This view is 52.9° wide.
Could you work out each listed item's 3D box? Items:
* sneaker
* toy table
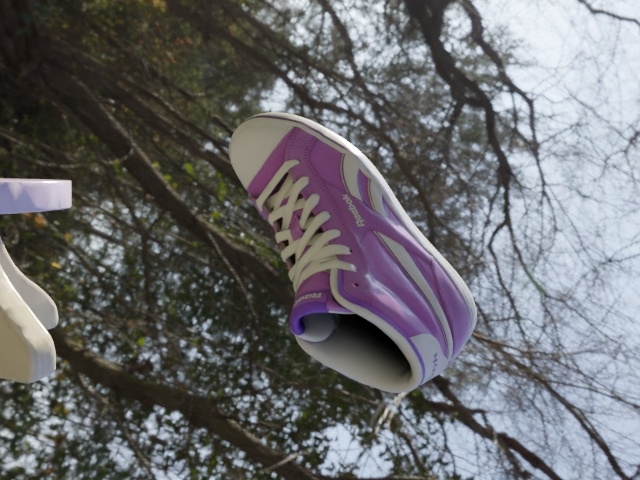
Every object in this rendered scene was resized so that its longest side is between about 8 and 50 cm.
[{"bbox_3d":[0.001,-0.001,0.522,0.161,0.282,0.102,-24,154,-56],"label":"sneaker"},{"bbox_3d":[-0.335,0.025,0.546,0.252,0.274,0.160,5,-82,34],"label":"toy table"}]
